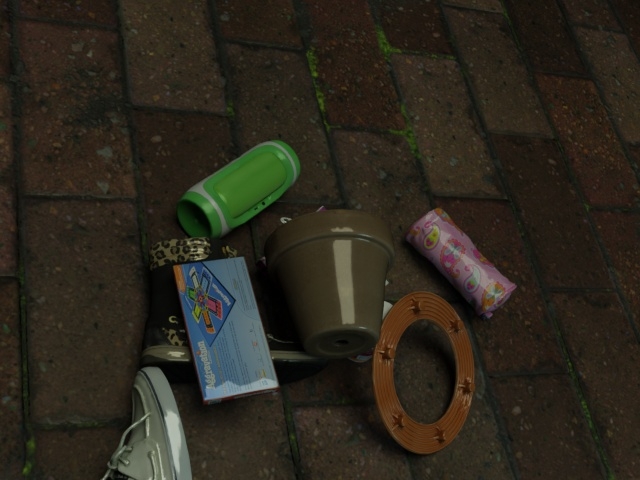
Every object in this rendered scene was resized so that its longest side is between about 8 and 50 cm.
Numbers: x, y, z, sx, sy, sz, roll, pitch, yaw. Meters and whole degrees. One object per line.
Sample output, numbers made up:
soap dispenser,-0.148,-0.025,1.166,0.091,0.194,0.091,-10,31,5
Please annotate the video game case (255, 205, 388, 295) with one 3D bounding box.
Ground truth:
video game case,0.006,0.072,1.921,0.210,0.042,0.232,-41,92,-31

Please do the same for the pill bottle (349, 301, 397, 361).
pill bottle,0.104,0.190,1.856,0.086,0.152,0.086,13,54,-18

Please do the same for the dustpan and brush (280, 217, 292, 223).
dustpan and brush,0.000,0.000,1.994,0.211,0.060,0.147,20,52,-11

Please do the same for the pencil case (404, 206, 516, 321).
pencil case,0.328,0.054,2.075,0.284,0.124,0.124,48,52,10

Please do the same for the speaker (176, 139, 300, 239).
speaker,-0.177,-0.113,1.946,0.131,0.131,0.296,45,51,8

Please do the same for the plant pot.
plant pot,0.026,0.099,1.722,0.263,0.263,0.229,8,56,-21

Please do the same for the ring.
ring,0.227,0.273,1.829,0.337,0.032,0.336,9,77,-44

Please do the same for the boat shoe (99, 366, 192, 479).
boat shoe,-0.318,0.405,1.537,0.157,0.136,0.367,-6,71,-25

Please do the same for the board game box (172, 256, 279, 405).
board game box,-0.182,0.164,1.657,0.145,0.027,0.281,-7,61,-20

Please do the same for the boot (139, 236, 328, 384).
boot,-0.178,0.144,1.772,0.378,0.138,0.284,2,58,-18
